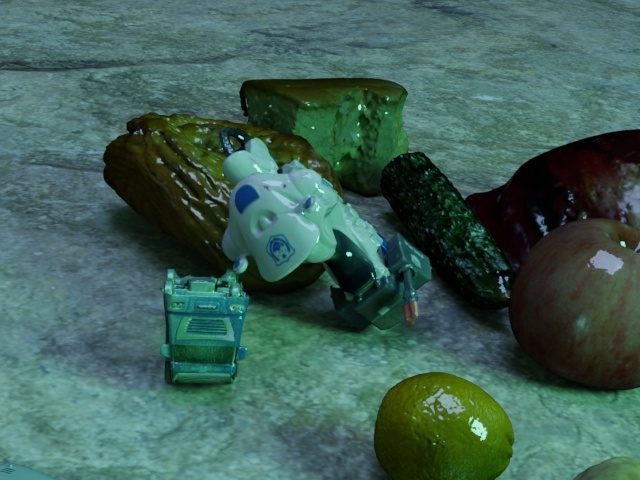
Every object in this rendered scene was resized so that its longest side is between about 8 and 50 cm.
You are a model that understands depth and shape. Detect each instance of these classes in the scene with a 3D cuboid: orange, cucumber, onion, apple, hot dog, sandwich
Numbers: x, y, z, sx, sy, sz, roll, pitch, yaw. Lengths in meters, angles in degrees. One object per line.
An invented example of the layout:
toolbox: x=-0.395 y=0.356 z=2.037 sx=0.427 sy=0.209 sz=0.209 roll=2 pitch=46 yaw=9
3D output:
orange: x=0.082 y=0.132 z=0.790 sx=0.095 sy=0.085 sz=0.085 roll=18 pitch=25 yaw=12
cucumber: x=0.128 y=-0.003 z=1.147 sx=0.068 sy=0.067 sz=0.293 roll=-1 pitch=28 yaw=-16
onion: x=0.284 y=-0.039 z=1.173 sx=0.280 sy=0.146 sz=0.314 roll=3 pitch=27 yaw=4
apple: x=0.235 y=0.049 z=0.968 sx=0.153 sy=0.120 sz=0.153 roll=13 pitch=22 yaw=-5
hot dog: x=-0.092 y=-0.048 z=1.130 sx=0.196 sy=0.122 sz=0.272 roll=-2 pitch=21 yaw=-35
sandwich: x=0.035 y=-0.125 z=1.338 sx=0.236 sy=0.122 sz=0.128 roll=-10 pitch=25 yaw=-34

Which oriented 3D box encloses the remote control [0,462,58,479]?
remote control: x=-0.214 y=0.174 z=0.684 sx=0.061 sy=0.029 sz=0.162 roll=17 pitch=25 yaw=22

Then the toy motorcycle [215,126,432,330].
toy motorcycle: x=0.000 y=0.000 z=0.960 sx=0.221 sy=0.102 sz=0.150 roll=38 pitch=22 yaw=-29

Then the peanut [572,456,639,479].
peanut: x=0.209 y=0.175 z=0.706 sx=0.214 sy=0.099 sz=0.099 roll=-5 pitch=25 yaw=-25

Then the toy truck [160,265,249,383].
toy truck: x=-0.097 y=0.065 z=0.940 sx=0.067 sy=0.081 sz=0.175 roll=3 pitch=4 yaw=-9
